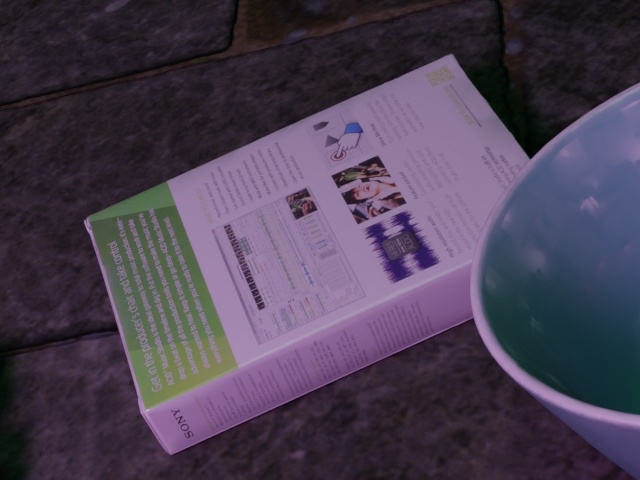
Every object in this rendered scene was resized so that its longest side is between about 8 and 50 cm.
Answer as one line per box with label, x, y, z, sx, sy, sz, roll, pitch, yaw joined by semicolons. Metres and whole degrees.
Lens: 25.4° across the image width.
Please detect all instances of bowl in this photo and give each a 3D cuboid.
bowl;0.254;0.039;0.785;0.312;0.163;0.311;-20;32;14

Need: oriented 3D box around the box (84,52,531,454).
box;0.000;0.000;1.045;0.322;0.058;0.232;-23;41;-2
